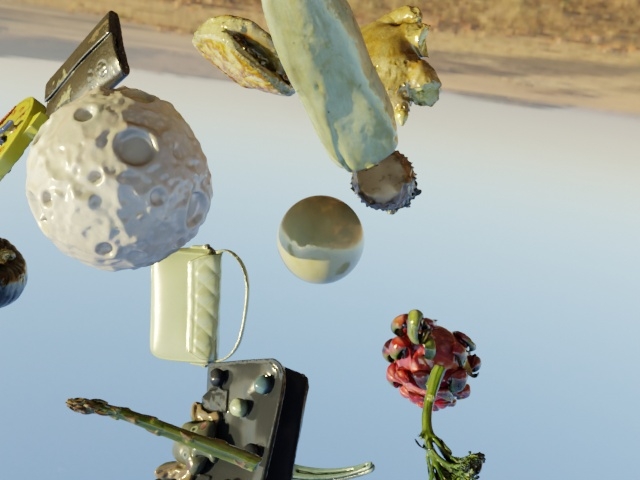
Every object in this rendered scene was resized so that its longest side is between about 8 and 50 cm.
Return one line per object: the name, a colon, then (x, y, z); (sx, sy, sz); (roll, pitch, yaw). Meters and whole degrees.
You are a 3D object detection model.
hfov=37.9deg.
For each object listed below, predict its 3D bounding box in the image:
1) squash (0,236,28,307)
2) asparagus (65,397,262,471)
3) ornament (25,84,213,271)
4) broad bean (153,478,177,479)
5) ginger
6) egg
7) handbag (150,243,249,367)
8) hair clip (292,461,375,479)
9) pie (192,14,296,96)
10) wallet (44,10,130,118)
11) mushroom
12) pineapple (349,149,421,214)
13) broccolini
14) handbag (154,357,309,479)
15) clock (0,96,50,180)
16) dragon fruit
squash: (-0.754, 0.067, 2.102); (0.193, 0.156, 0.193); (18, -142, -15)
asparagus: (-0.189, 0.232, 1.134); (0.248, 0.025, 0.024); (21, 148, -9)
ornament: (-0.372, -0.105, 1.692); (0.337, 0.337, 0.337); (8, -170, -1)
broad bean: (-0.394, 0.627, 2.399); (0.256, 0.053, 0.052); (-4, -126, -45)
ginger: (0.112, -0.270, 1.490); (0.157, 0.216, 0.102); (-14, 154, 9)
egg: (0.000, 0.000, 1.957); (0.186, 0.186, 0.242); (8, -164, 0)
handbag: (-0.245, 0.134, 1.936); (0.219, 0.256, 0.079); (3, -178, 21)
hair clip: (-0.005, 0.513, 2.081); (0.275, 0.083, 0.048); (-5, -155, 20)
pie: (-0.128, -0.327, 1.669); (0.205, 0.084, 0.179); (37, 171, -25)
wallet: (-0.545, -0.372, 2.132); (0.044, 0.170, 0.321); (6, 152, -45)
mushroom: (0.007, -0.207, 1.047); (0.100, 0.312, 0.081); (-22, -141, 5)
pineapple: (0.148, -0.132, 2.132); (0.170, 0.141, 0.310); (7, 179, 11)
broccolini: (0.220, 0.321, 1.587); (0.123, 0.271, 0.062); (-20, 136, 26)
handbag: (-0.169, 0.383, 1.723); (0.269, 0.326, 0.118); (-10, 149, 40)
clock: (-0.712, -0.205, 2.048); (0.071, 0.277, 0.293); (39, 165, -27)
dragon fruit: (0.229, 0.266, 2.056); (0.273, 0.198, 0.218); (29, -173, -35)
